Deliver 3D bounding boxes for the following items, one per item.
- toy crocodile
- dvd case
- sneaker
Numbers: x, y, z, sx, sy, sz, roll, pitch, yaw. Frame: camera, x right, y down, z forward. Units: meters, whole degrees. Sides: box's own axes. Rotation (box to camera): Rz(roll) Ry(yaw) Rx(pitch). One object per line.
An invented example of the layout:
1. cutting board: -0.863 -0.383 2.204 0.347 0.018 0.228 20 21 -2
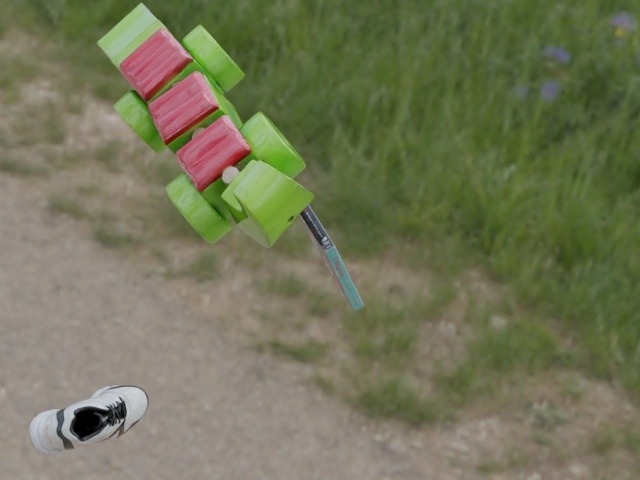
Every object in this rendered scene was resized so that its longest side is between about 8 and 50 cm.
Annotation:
1. toy crocodile: -0.112 -0.109 1.359 0.340 0.115 0.105 55 4 39
2. dvd case: 0.000 0.000 1.398 0.013 0.087 0.119 -30 43 -3
3. sneaker: -0.161 0.132 1.117 0.043 0.040 0.109 -15 3 37
